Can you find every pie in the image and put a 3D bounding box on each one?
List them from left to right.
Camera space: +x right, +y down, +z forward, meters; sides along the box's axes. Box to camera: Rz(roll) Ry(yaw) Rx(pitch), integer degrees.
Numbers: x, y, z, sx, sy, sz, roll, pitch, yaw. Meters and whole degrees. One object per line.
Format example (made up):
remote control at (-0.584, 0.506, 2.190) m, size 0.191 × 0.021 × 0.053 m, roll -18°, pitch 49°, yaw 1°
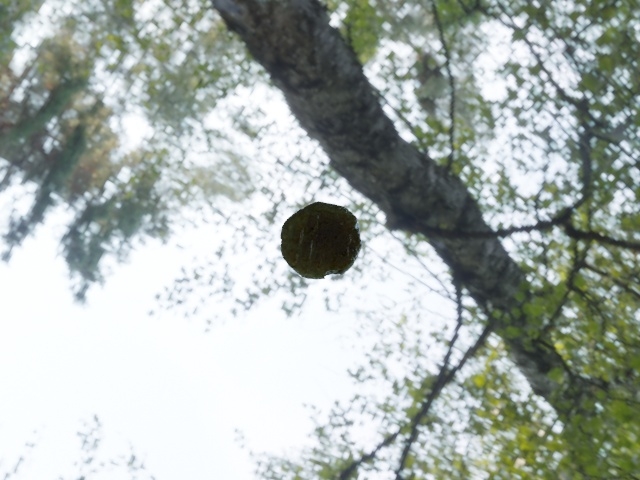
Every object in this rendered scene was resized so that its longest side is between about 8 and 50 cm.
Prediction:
pie at (0.000, 0.000, 1.012) m, size 0.084 × 0.084 × 0.020 m, roll -56°, pitch -170°, yaw 1°
